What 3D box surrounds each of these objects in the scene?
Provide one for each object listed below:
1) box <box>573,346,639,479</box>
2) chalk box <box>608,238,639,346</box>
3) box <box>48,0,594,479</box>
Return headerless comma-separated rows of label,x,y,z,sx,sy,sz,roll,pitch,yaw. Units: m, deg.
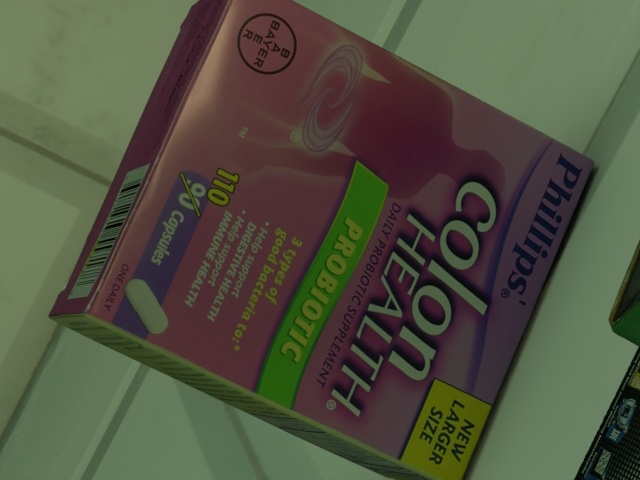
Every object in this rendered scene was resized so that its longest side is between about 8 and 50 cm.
box,0.158,0.116,0.820,0.191,0.045,0.184,-64,13,0
chalk box,0.192,-0.012,0.661,0.132,0.132,0.213,-63,1,-32
box,0.000,0.000,1.165,0.213,0.243,0.117,-66,15,-10
